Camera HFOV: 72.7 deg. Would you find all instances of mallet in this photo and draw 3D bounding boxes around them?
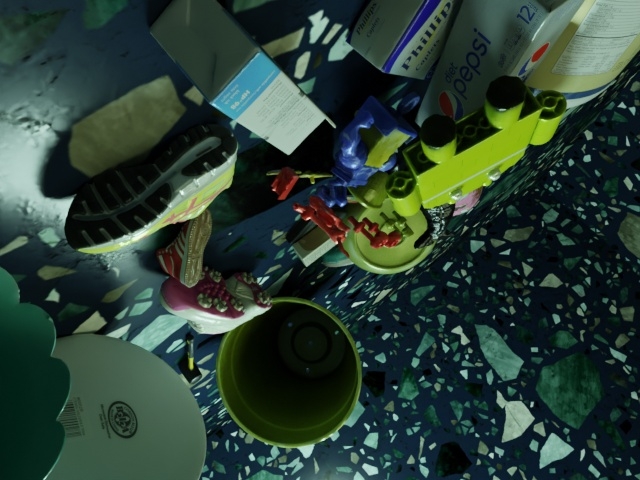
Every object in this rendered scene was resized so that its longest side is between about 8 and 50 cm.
[{"bbox_3d":[-0.318,0.274,1.047,0.039,0.062,0.190,-28,143,-35],"label":"mallet"}]

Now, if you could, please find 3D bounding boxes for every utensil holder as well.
[{"bbox_3d":[-0.409,0.383,0.665,0.385,0.327,0.327,-47,160,15],"label":"utensil holder"}]

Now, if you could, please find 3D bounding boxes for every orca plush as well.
[{"bbox_3d":[0.188,-0.101,0.814,0.102,0.151,0.287,-56,149,-52],"label":"orca plush"}]

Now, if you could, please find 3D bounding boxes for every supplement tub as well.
[{"bbox_3d":[0.342,-0.351,0.549,0.228,0.228,0.316,-35,161,-14],"label":"supplement tub"}]

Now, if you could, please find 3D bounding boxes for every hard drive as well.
[{"bbox_3d":[-0.006,-0.034,0.938,0.094,0.022,0.135,-48,160,24],"label":"hard drive"}]

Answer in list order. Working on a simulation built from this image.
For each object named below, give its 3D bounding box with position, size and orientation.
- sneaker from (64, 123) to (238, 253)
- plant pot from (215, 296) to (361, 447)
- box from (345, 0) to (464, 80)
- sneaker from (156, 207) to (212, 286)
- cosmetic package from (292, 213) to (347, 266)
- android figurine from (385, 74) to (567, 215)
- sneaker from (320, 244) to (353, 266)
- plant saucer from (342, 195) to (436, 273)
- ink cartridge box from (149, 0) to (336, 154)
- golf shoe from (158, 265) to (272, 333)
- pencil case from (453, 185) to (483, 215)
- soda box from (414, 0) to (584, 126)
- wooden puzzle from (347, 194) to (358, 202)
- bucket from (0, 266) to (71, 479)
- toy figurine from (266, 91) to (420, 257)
[{"bbox_3d":[-0.179,-0.043,0.496,0.208,0.081,0.094,-34,163,-19],"label":"sneaker"},{"bbox_3d":[-0.057,0.327,1.235,0.366,0.366,0.353,-41,173,5],"label":"plant pot"},{"bbox_3d":[0.122,-0.277,0.544,0.137,0.072,0.126,-17,151,-48],"label":"box"},{"bbox_3d":[-0.200,0.002,0.635,0.042,0.067,0.118,1,106,-59],"label":"sneaker"},{"bbox_3d":[0.000,0.000,0.922,0.115,0.041,0.060,-37,161,-9],"label":"cosmetic package"},{"bbox_3d":[0.207,-0.115,0.607,0.248,0.056,0.273,-28,161,8],"label":"android figurine"},{"bbox_3d":[0.123,-0.042,1.067,0.302,0.121,0.108,-26,-160,8],"label":"sneaker"},{"bbox_3d":[0.163,-0.021,0.999,0.241,0.241,0.037,-45,-160,15],"label":"plant saucer"},{"bbox_3d":[-0.063,-0.151,0.428,0.060,0.104,0.180,-44,161,12],"label":"ink cartridge box"},{"bbox_3d":[-0.202,0.128,0.802,0.140,0.115,0.306,-39,161,9],"label":"golf shoe"},{"bbox_3d":[0.310,-0.174,1.012,0.167,0.160,0.386,-23,164,10],"label":"pencil case"},{"bbox_3d":[0.218,-0.231,0.568,0.091,0.098,0.286,-37,165,-14],"label":"soda box"},{"bbox_3d":[0.080,-0.089,0.928,0.083,0.006,0.049,-2,171,7],"label":"wooden puzzle"},{"bbox_3d":[-0.351,0.139,0.302,0.183,0.281,0.281,-36,163,18],"label":"bucket"},{"bbox_3d":[0.109,-0.128,0.704,0.217,0.191,0.362,-53,159,23],"label":"toy figurine"}]
